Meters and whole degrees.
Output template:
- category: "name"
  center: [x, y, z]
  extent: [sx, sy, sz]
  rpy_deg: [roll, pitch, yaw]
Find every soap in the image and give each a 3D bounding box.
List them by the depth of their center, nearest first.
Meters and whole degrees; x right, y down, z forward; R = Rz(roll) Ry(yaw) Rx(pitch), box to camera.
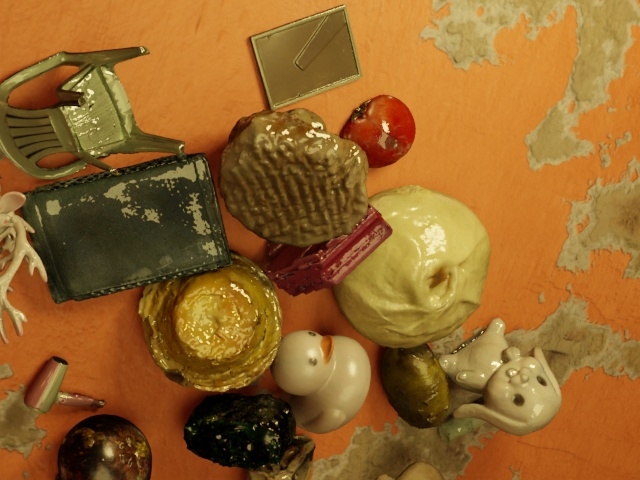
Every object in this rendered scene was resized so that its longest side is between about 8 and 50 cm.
- category: "soap"
  center: [0.000, 0.000, 1.724]
  extent: [0.250, 0.162, 0.099]
  rpy_deg: [-41, 132, 5]

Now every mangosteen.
- category: "mangosteen"
  center: [-0.441, 0.447, 1.705]
  extent: [0.217, 0.192, 0.192]
  rpy_deg: [-29, 123, 24]

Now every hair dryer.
- category: "hair dryer"
  center: [-0.489, 0.297, 1.696]
  extent: [0.154, 0.054, 0.106]
  rpy_deg: [33, 89, -40]

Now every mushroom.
- category: "mushroom"
  center: [0.201, 0.625, 2.060]
  extent: [0.226, 0.178, 0.226]
  rpy_deg: [-36, 150, -25]

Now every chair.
- category: "chair"
  center: [-0.404, -0.204, 1.461]
  extent: [0.190, 0.274, 0.203]
  rpy_deg: [-38, 121, -35]

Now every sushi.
- category: "sushi"
  center: [-0.166, 0.391, 1.766]
  extent: [0.225, 0.127, 0.124]
  rpy_deg: [0, 116, 22]

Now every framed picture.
- category: "framed picture"
  center: [-0.025, -0.352, 1.673]
  extent: [0.203, 0.015, 0.150]
  rpy_deg: [-23, 117, -14]

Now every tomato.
- category: "tomato"
  center: [0.129, -0.214, 1.751]
  extent: [0.159, 0.091, 0.139]
  rpy_deg: [-45, 121, -6]

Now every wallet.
- category: "wallet"
  center: [-0.350, -0.026, 1.589]
  extent: [0.342, 0.075, 0.237]
  rpy_deg: [-14, 118, -3]

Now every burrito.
- category: "burrito"
  center: [-0.101, 0.613, 1.926]
  extent: [0.135, 0.190, 0.332]
  rpy_deg: [9, 105, 10]

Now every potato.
- category: "potato"
  center: [0.213, 0.324, 1.963]
  extent: [0.149, 0.113, 0.251]
  rpy_deg: [-4, 125, 25]

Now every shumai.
- category: "shumai"
  center: [-0.063, -0.172, 1.589]
  extent: [0.267, 0.262, 0.314]
  rpy_deg: [-27, 139, 16]

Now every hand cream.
- category: "hand cream"
  center: [0.384, 0.431, 2.132]
  extent: [0.204, 0.050, 0.078]
  rpy_deg: [-24, 117, -19]

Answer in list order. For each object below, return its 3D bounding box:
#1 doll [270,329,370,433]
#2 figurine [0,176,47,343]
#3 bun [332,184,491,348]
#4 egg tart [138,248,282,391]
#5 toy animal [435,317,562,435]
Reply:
- category: "doll"
  center: [-0.021, 0.281, 1.793]
  extent: [0.221, 0.221, 0.251]
  rpy_deg: [14, 136, -28]
- category: "figurine"
  center: [-0.617, 0.001, 1.453]
  extent: [0.315, 0.206, 0.285]
  rpy_deg: [9, 99, -20]
- category: "bun"
  center: [0.209, 0.069, 1.830]
  extent: [0.364, 0.202, 0.364]
  rpy_deg: [-8, 109, -23]
- category: "egg tart"
  center: [-0.206, 0.153, 1.676]
  extent: [0.294, 0.116, 0.295]
  rpy_deg: [1, 86, -11]
- category: "toy animal"
  center: [0.409, 0.333, 1.994]
  extent: [0.249, 0.289, 0.174]
  rpy_deg: [-24, 121, 8]
